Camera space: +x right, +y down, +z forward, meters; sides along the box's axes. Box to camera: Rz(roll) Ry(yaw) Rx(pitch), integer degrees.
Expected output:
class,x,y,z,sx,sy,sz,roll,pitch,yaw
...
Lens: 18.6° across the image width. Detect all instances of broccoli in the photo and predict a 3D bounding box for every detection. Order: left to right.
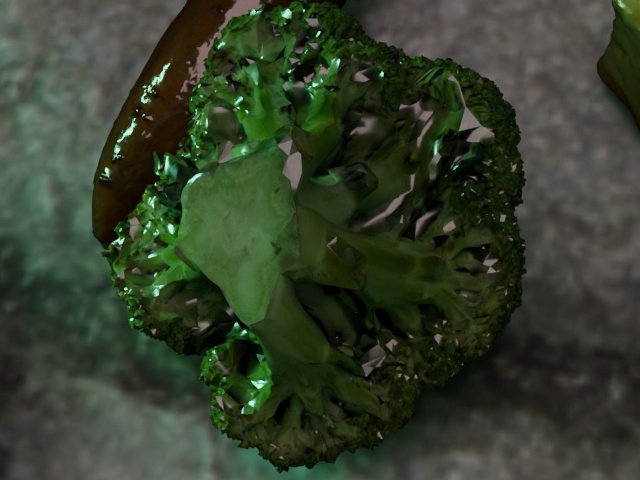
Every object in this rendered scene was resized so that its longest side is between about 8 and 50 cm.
class,x,y,z,sx,sy,sz,roll,pitch,yaw
broccoli,0.000,0.000,0.698,0.146,0.138,0.162,22,99,22

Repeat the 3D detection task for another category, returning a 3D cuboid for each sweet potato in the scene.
class,x,y,z,sx,sy,sz,roll,pitch,yaw
sweet potato,-0.012,-0.107,0.776,0.057,0.057,0.264,32,83,19

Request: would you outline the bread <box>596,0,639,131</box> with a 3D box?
class,x,y,z,sx,sy,sz,roll,pitch,yaw
bread,0.247,0.028,0.685,0.138,0.077,0.361,-27,64,-7
